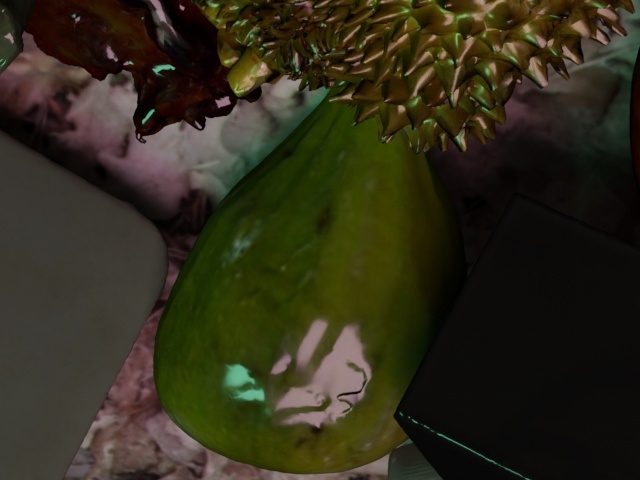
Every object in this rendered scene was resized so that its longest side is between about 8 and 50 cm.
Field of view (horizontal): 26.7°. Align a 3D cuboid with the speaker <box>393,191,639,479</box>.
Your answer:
[{"bbox_3d":[0.199,0.125,0.926,0.232,0.184,0.254,26,168,20],"label":"speaker"}]

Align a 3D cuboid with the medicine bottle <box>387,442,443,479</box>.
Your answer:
[{"bbox_3d":[0.240,0.227,1.130,0.339,0.208,0.208,-14,125,8],"label":"medicine bottle"}]

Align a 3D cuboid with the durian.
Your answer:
[{"bbox_3d":[0.067,-0.187,0.806,0.258,0.258,0.293,39,147,-26],"label":"durian"}]

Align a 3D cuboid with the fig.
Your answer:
[{"bbox_3d":[0.005,0.029,0.967,0.233,0.233,0.314,13,132,-10],"label":"fig"}]

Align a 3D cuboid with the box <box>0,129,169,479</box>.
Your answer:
[{"bbox_3d":[-0.334,0.068,0.954,0.367,0.090,0.373,33,76,-23],"label":"box"}]

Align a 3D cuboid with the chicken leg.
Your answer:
[{"bbox_3d":[-0.210,-0.201,0.884,0.407,0.096,0.158,26,141,-16],"label":"chicken leg"}]

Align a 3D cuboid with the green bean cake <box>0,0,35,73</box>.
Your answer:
[{"bbox_3d":[-0.286,-0.139,0.830,0.183,0.094,0.185,29,137,-21],"label":"green bean cake"}]

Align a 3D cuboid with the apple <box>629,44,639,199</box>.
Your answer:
[{"bbox_3d":[0.287,-0.068,0.894,0.163,0.251,0.293,-6,129,32],"label":"apple"}]
